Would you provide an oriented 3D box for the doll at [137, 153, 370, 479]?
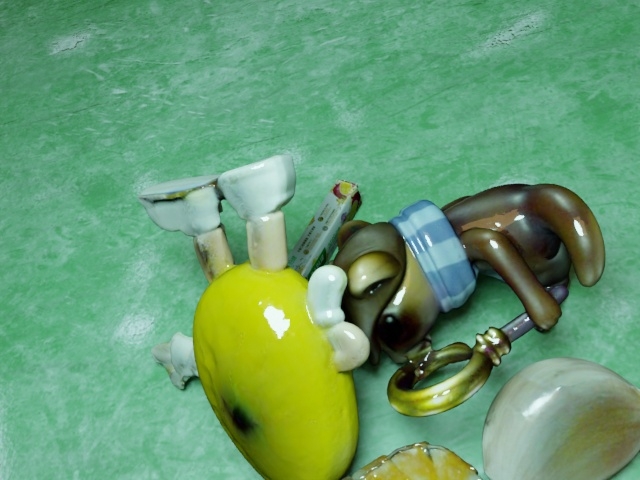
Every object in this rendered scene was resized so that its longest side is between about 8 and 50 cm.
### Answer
[{"bbox_3d":[-0.092,0.100,0.708,0.348,0.422,0.161,22,25,31],"label":"doll"}]

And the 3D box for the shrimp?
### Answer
[{"bbox_3d":[0.049,0.338,0.613,0.317,0.062,0.164,-23,57,-17],"label":"shrimp"}]

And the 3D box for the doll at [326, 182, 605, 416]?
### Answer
[{"bbox_3d":[0.180,0.045,0.743,0.340,0.209,0.318,-17,25,-8],"label":"doll"}]

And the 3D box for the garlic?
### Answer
[{"bbox_3d":[0.256,0.234,0.675,0.267,0.128,0.148,-38,47,1],"label":"garlic"}]

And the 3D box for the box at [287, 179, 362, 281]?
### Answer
[{"bbox_3d":[0.000,0.000,0.887,0.041,0.050,0.207,21,66,24],"label":"box"}]
